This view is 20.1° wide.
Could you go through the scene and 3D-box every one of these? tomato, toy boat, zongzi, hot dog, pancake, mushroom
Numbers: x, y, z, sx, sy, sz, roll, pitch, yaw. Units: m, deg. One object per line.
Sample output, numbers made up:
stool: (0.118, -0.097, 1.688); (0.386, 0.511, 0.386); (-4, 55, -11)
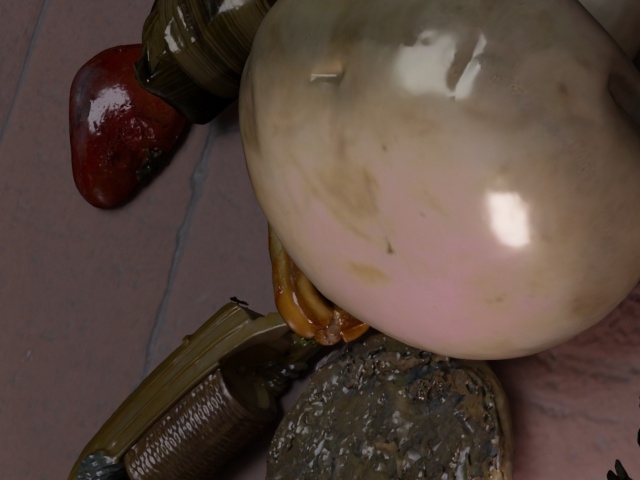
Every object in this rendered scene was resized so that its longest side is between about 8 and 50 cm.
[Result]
tomato: (-0.232, -0.140, 1.971); (0.189, 0.099, 0.173); (-46, 42, 17)
toy boat: (-0.119, 0.168, 1.659); (0.310, 0.089, 0.115); (-43, 44, 18)
zongzi: (-0.059, -0.293, 1.876); (0.286, 0.134, 0.288); (-25, 41, 26)
hot dog: (0.000, 0.000, 1.632); (0.250, 0.104, 0.076); (-99, 22, -48)
pancake: (0.055, 0.192, 1.489); (0.282, 0.049, 0.282); (-27, 48, 34)
mushroom: (0.104, -0.096, 1.406); (0.353, 0.325, 0.353); (-161, 90, -75)

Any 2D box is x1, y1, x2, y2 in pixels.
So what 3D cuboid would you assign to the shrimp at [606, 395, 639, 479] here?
shrimp: (0.333, 0.195, 1.184); (0.233, 0.071, 0.365); (-39, 44, 13)
